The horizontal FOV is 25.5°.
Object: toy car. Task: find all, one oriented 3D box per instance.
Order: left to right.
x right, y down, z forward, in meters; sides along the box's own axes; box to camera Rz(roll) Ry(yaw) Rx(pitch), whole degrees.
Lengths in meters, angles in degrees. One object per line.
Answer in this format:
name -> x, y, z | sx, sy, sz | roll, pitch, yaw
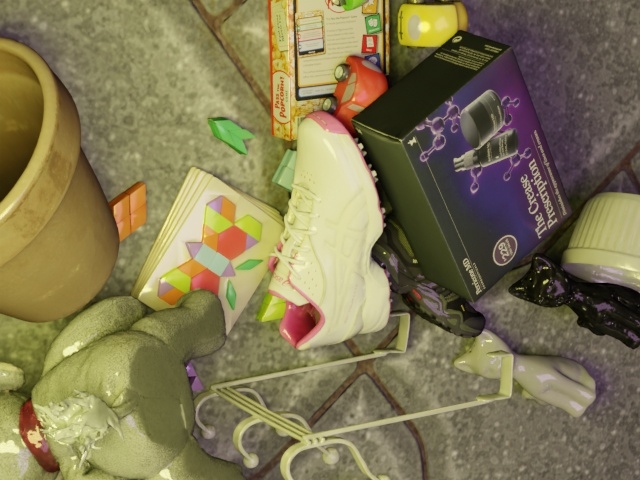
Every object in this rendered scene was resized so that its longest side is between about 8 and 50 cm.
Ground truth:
toy car -> 0.063, -0.260, 1.636 | 0.239, 0.053, 0.225 | -44, 123, -17

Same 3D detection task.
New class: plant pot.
plant pot -> -0.314, -0.033, 1.399 | 0.263, 0.263, 0.229 | -53, 142, -11

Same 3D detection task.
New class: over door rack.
over door rack -> 0.042, 0.202, 1.690 | 0.324, 0.239, 0.108 | -20, 111, -28

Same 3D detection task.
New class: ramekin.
ramekin -> 0.442, 0.009, 1.941 | 0.207, 0.207, 0.109 | 22, 81, -36

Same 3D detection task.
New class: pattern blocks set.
pattern blocks set -> -0.130, 0.022, 1.656 | 0.285, 0.026, 0.324 | 17, 92, -37

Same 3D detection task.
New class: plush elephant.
plush elephant -> -0.260, 0.203, 1.487 | 0.330, 0.255, 0.271 | 6, 70, -62

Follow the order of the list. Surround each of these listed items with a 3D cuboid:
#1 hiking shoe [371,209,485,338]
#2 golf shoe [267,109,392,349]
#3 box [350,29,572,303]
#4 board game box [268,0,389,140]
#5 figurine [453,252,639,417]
hiking shoe -> 0.151, 0.041, 1.816 | 0.227, 0.086, 0.114 | 37, 84, -35
golf shoe -> 0.000, 0.000, 1.652 | 0.140, 0.115, 0.306 | -25, 123, -24
box -> 0.173, -0.086, 1.681 | 0.184, 0.103, 0.261 | -39, 127, -15
board game box -> 0.012, -0.224, 1.675 | 0.147, 0.045, 0.193 | -10, 108, -32
figurine -> 0.310, 0.129, 1.928 | 0.209, 0.092, 0.215 | 24, 112, -30
